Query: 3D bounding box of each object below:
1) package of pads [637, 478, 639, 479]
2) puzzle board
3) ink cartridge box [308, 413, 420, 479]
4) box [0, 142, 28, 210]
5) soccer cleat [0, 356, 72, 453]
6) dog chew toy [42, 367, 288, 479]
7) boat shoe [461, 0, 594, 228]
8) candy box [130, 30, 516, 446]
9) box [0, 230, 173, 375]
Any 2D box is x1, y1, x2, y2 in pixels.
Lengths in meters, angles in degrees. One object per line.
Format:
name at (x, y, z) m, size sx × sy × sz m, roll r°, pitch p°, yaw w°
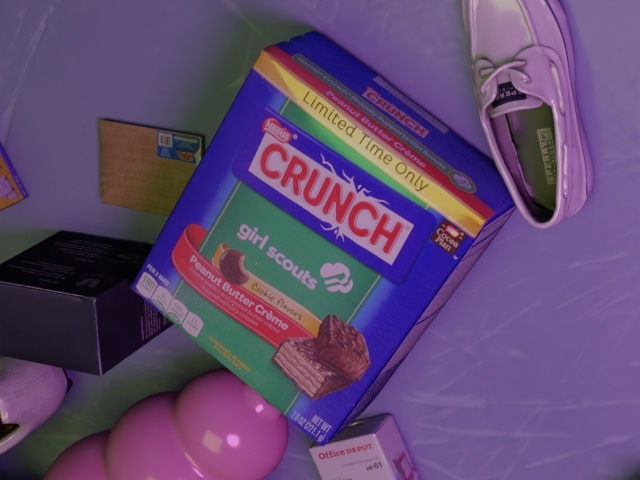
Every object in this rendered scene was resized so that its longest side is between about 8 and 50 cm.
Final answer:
package of pads at (0.336, 0.387, 1.352) m, size 0.229 × 0.101 × 0.296 m, roll 34°, pitch 120°, yaw 11°
puzzle board at (-0.182, -0.076, 1.494) m, size 0.128 × 0.011 × 0.096 m, roll 11°, pitch 112°, yaw 22°
ink cartridge box at (0.054, 0.256, 1.475) m, size 0.088 × 0.052 × 0.122 m, roll -19°, pitch 98°, yaw 31°
box at (-0.408, -0.063, 1.514) m, size 0.043 × 0.179 × 0.105 m, roll -23°, pitch 98°, yaw 32°
soccer cleat at (-0.440, 0.231, 1.660) m, size 0.331 × 0.143 × 0.116 m, roll -37°, pitch 90°, yaw 32°
dog chew toy at (-0.163, 0.261, 1.510) m, size 0.332 × 0.206 × 0.206 m, roll -43°, pitch 87°, yaw 24°
boat shoe at (0.184, -0.136, 1.243) m, size 0.095 × 0.084 × 0.258 m, roll -17°, pitch 101°, yaw 31°
candy box at (0.000, 0.000, 1.366) m, size 0.268 × 0.122 × 0.317 m, roll 38°, pitch 120°, yaw 10°
box at (-0.262, 0.065, 1.500) m, size 0.156 × 0.158 × 0.093 m, roll 8°, pitch 112°, yaw 25°
